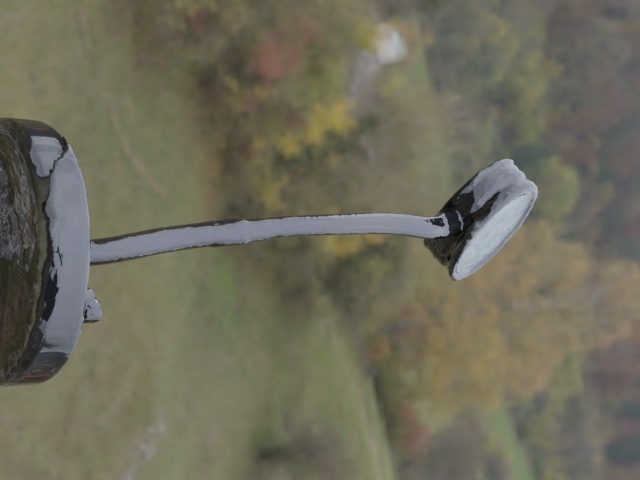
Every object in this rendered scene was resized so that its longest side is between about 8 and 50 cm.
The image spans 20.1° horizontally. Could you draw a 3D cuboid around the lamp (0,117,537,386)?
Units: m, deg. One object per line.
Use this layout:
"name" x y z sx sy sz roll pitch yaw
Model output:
"lamp" -0.026 -0.025 0.843 0.108 0.130 0.371 45 38 22
